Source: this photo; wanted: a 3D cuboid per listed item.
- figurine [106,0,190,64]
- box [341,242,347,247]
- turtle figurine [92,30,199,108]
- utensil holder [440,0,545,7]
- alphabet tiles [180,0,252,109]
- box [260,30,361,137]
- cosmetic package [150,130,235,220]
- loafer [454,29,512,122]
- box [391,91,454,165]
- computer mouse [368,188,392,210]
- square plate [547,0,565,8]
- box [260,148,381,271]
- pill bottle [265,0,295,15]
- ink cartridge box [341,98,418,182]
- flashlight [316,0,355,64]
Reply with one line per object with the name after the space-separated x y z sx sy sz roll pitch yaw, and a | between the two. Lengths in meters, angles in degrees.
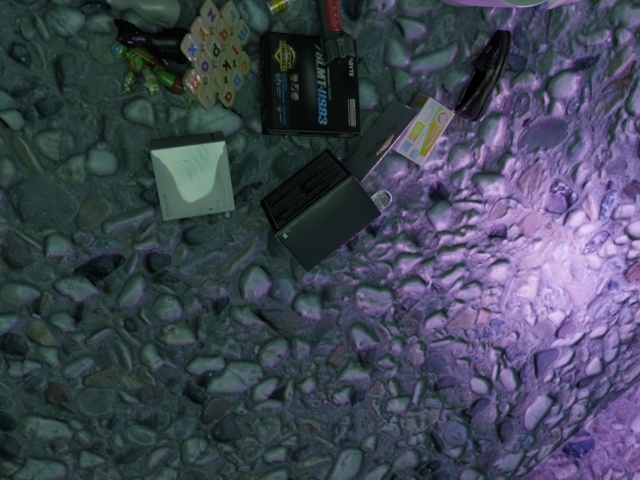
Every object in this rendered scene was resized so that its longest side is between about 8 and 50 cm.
-0.466 -0.585 1.624 0.209 0.215 0.092 -1 150 -44 | figurine
0.000 0.000 2.117 0.162 0.029 0.116 -26 116 -1 | box
-0.482 -0.422 1.720 0.266 0.197 0.275 18 63 -30 | turtle figurine
0.491 -0.819 1.701 0.327 0.385 0.328 -6 114 -13 | utensil holder
-0.290 -0.519 1.716 0.284 0.021 0.278 -66 152 -14 | alphabet tiles
-0.030 -0.458 1.818 0.293 0.073 0.296 0 86 -17 | box
-0.392 -0.200 1.871 0.224 0.138 0.224 -9 114 -9 | cosmetic package
0.529 -0.539 1.988 0.095 0.109 0.303 10 112 -14 | loafer
0.327 -0.368 2.005 0.114 0.103 0.203 26 104 -23 | box
0.160 -0.111 2.108 0.193 0.042 0.106 -34 112 7 | computer mouse
0.764 -0.888 1.818 0.344 0.049 0.348 -30 125 -45 | square plate
-0.008 -0.099 1.926 0.296 0.294 0.183 -38 116 4 | box
-0.116 -0.695 1.784 0.083 0.043 0.043 -28 116 -1 | pill bottle
0.198 -0.304 1.923 0.060 0.239 0.275 36 100 -25 | ink cartridge box
0.041 -0.672 1.754 0.103 0.103 0.304 -13 95 -19 | flashlight
